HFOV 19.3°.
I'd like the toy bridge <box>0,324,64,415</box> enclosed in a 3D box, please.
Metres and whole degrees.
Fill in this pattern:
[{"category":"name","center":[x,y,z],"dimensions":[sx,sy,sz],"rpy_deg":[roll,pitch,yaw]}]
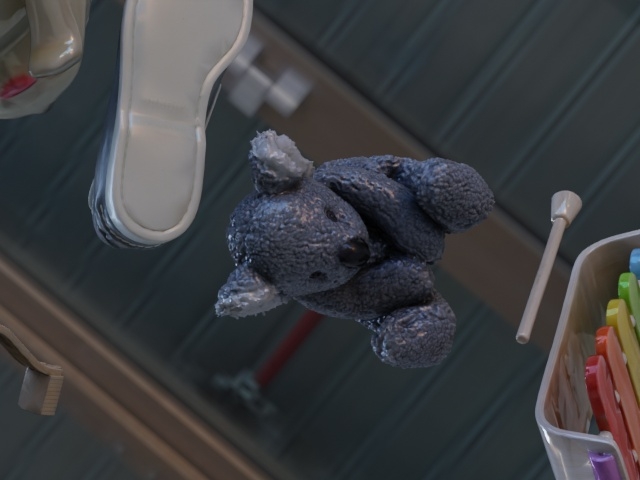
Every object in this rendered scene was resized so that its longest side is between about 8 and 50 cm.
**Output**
[{"category":"toy bridge","center":[-0.234,0.082,1.249],"dimensions":[0.188,0.026,0.063],"rpy_deg":[10,-85,-58]}]

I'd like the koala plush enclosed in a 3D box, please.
[{"category":"koala plush","center":[0.000,0.000,1.678],"dimensions":[0.221,0.203,0.196],"rpy_deg":[3,-75,-48]}]

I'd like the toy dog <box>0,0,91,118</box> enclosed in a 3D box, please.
[{"category":"toy dog","center":[-0.369,-0.260,1.725],"dimensions":[0.284,0.395,0.408],"rpy_deg":[-41,-36,2]}]

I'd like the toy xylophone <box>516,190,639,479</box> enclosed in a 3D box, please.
[{"category":"toy xylophone","center":[0.256,0.104,1.699],"dimensions":[0.322,0.081,0.236],"rpy_deg":[-73,-31,-41]}]

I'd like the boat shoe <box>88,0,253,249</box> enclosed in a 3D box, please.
[{"category":"boat shoe","center":[-0.142,-0.141,1.671],"dimensions":[0.099,0.116,0.319],"rpy_deg":[-27,49,60]}]
